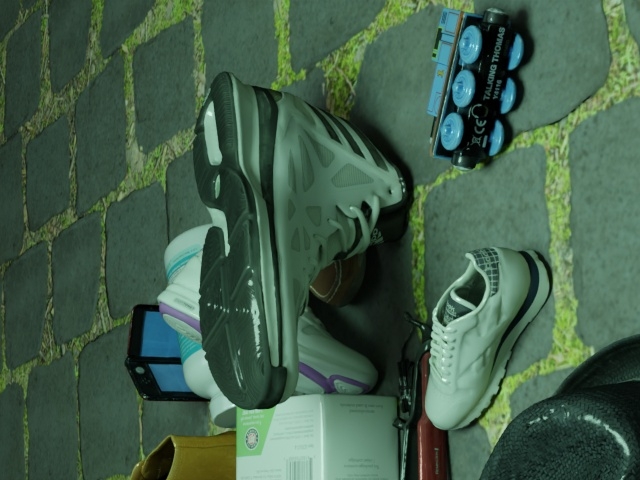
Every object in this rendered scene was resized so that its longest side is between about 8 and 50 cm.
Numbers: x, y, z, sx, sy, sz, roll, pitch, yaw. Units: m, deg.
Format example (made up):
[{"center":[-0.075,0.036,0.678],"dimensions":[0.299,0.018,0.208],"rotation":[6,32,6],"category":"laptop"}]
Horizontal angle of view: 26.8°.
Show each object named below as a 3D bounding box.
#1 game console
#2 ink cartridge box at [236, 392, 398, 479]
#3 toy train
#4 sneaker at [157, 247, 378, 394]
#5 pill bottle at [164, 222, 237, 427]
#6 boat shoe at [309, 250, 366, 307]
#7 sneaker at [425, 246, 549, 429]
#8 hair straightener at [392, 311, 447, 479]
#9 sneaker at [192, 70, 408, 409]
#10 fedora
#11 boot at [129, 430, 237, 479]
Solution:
[{"center":[-0.202,0.165,1.947],"dimensions":[0.124,0.144,0.085],"rotation":[54,130,46],"category":"game console"},{"center":[-0.005,0.371,1.637],"dimensions":[0.207,0.119,0.353],"rotation":[-16,71,55],"category":"ink cartridge box"},{"center":[0.168,-0.172,1.506],"dimensions":[0.105,0.080,0.184],"rotation":[-145,63,-63],"category":"toy train"},{"center":[-0.053,0.091,1.696],"dimensions":[0.152,0.305,0.114],"rotation":[-58,-19,-23],"category":"sneaker"},{"center":[-0.126,0.118,1.837],"dimensions":[0.146,0.146,0.264],"rotation":[-43,51,45],"category":"pill bottle"},{"center":[-0.044,-0.035,1.763],"dimensions":[0.123,0.116,0.324],"rotation":[-63,39,29],"category":"boat shoe"},{"center":[0.156,0.105,1.461],"dimensions":[0.090,0.095,0.235],"rotation":[49,126,46],"category":"sneaker"},{"center":[0.103,0.198,1.566],"dimensions":[0.089,0.047,0.230],"rotation":[-24,65,53],"category":"hair straightener"},{"center":[0.000,-0.001,1.543],"dimensions":[0.169,0.257,0.447],"rotation":[123,149,-46],"category":"sneaker"},{"center":[0.247,0.230,1.231],"dimensions":[0.334,0.152,0.334],"rotation":[-26,58,52],"category":"fedora"},{"center":[-0.173,0.370,1.810],"dimensions":[0.104,0.211,0.295],"rotation":[55,130,46],"category":"boot"}]
